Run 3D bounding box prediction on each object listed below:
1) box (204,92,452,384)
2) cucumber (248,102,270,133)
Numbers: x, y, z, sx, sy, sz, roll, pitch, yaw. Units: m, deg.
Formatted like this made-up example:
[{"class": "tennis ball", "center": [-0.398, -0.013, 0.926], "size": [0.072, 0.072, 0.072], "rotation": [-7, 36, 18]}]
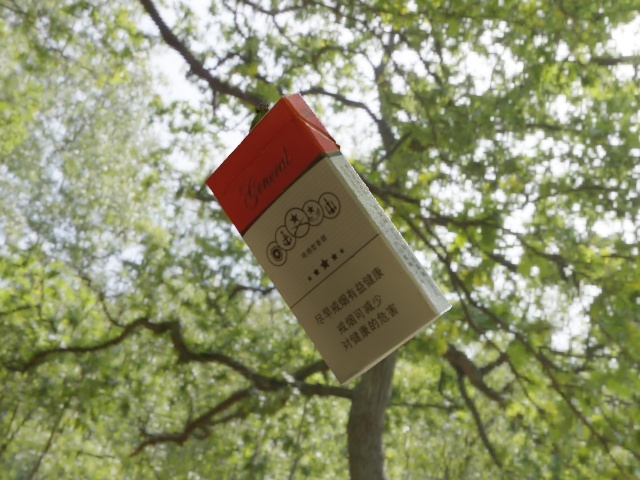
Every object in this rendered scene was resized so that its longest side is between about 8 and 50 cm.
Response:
[{"class": "box", "center": [0.000, 0.000, 0.777], "size": [0.139, 0.245, 0.035], "rotation": [-43, -14, 34]}, {"class": "cucumber", "center": [-0.073, -0.092, 1.204], "size": [0.069, 0.069, 0.227], "rotation": [6, -54, 14]}]
